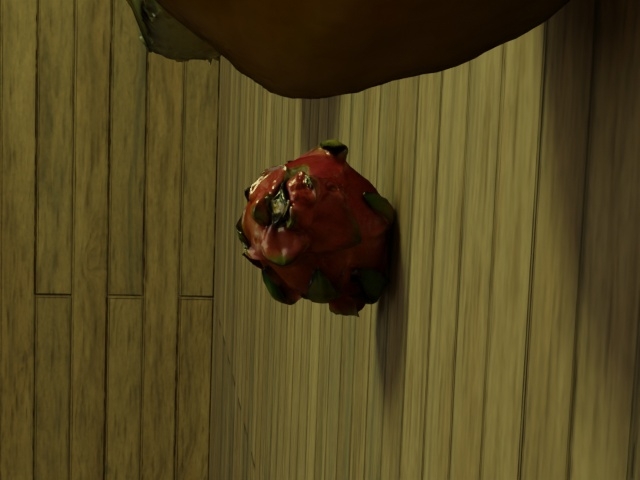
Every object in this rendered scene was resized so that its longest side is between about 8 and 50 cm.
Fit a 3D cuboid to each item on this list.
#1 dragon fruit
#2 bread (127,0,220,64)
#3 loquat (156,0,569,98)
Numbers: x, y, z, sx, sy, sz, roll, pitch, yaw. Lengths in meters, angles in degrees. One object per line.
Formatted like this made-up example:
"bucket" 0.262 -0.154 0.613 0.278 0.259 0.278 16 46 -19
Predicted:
"dragon fruit" 0.002 0.001 0.885 0.116 0.086 0.081 52 -133 -35
"bread" -0.073 -0.282 1.214 0.305 0.159 0.305 -176 90 -81
"loquat" 0.011 -0.142 0.470 0.234 0.176 0.187 -99 -5 -70
